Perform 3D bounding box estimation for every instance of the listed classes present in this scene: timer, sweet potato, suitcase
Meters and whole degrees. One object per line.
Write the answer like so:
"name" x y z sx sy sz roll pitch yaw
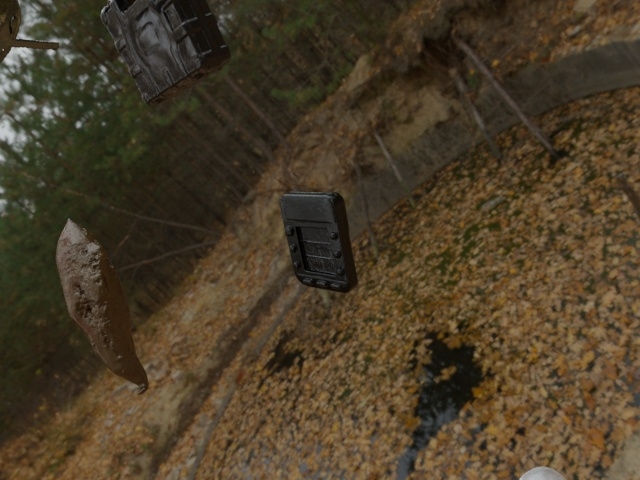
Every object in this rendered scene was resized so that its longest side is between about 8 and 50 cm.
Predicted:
"timer" 0.000 0.000 1.053 0.144 0.187 0.055 6 24 43
"sweet potato" -0.230 0.067 0.592 0.060 0.205 0.068 -22 -6 -40
"suitcase" -0.282 -0.367 1.013 0.066 0.206 0.286 -35 18 -33

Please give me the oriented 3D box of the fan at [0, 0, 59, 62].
"fan" -0.549 -0.298 0.905 0.223 0.012 0.294 -48 1 -7

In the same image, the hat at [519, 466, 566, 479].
"hat" 0.351 0.452 0.825 0.203 0.203 0.126 -51 25 -11
